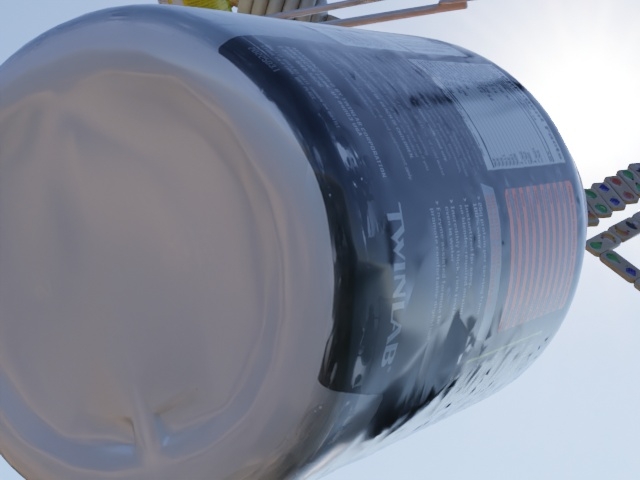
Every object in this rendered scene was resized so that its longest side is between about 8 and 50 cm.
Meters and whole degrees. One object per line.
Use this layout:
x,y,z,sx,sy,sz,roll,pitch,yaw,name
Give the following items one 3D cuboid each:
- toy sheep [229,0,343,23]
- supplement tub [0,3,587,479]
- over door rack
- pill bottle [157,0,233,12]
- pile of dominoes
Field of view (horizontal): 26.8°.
-0.037,-0.238,1.346,0.132,0.091,0.091,15,-29,2,toy sheep
0.000,0.000,0.646,0.207,0.207,0.338,-21,-6,28,supplement tub
0.021,-0.140,0.958,0.324,0.108,0.239,-18,9,25,over door rack
-0.120,-0.231,1.246,0.065,0.065,0.116,-11,-65,12,pill bottle
0.444,-0.034,1.820,0.251,0.196,0.040,-24,-37,-40,pile of dominoes
